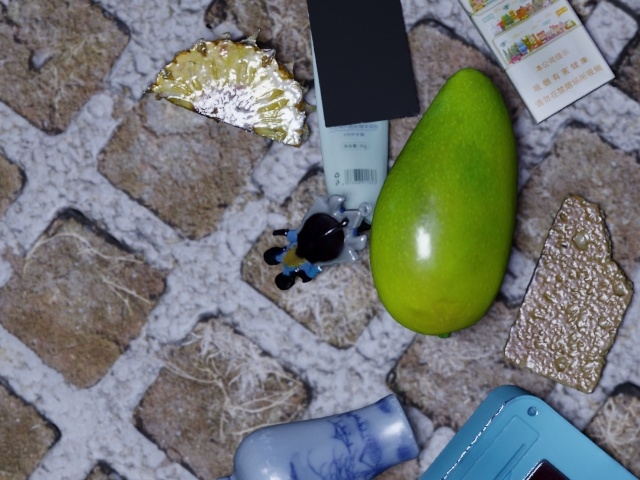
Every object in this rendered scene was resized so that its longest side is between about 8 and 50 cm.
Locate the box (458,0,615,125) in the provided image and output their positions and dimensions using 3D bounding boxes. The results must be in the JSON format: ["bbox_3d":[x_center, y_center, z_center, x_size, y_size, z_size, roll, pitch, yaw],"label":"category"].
[{"bbox_3d":[0.282,-0.277,1.677,0.122,0.032,0.220,-31,82,3],"label":"box"}]

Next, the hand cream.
[{"bbox_3d":[0.044,-0.170,1.684,0.109,0.067,0.321,-2,81,-1],"label":"hand cream"}]

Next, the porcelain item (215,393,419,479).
[{"bbox_3d":[-0.007,0.284,1.609,0.259,0.141,0.141,-24,82,-5],"label":"porcelain item"}]

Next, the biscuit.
[{"bbox_3d":[0.336,0.069,1.642,0.131,0.026,0.237,22,87,6],"label":"biscuit"}]

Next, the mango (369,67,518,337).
[{"bbox_3d":[0.161,-0.050,1.596,0.156,0.192,0.343,4,81,47],"label":"mango"}]

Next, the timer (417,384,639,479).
[{"bbox_3d":[0.268,0.340,1.614,0.250,0.091,0.232,41,89,-3],"label":"timer"}]

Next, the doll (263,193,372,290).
[{"bbox_3d":[0.000,0.000,1.623,0.195,0.070,0.096,-34,83,42],"label":"doll"}]

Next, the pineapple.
[{"bbox_3d":[-0.109,-0.219,1.696,0.233,0.079,0.135,17,95,2],"label":"pineapple"}]

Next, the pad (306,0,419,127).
[{"bbox_3d":[0.056,-0.246,1.687,0.127,0.004,0.190,-7,74,-4],"label":"pad"}]
